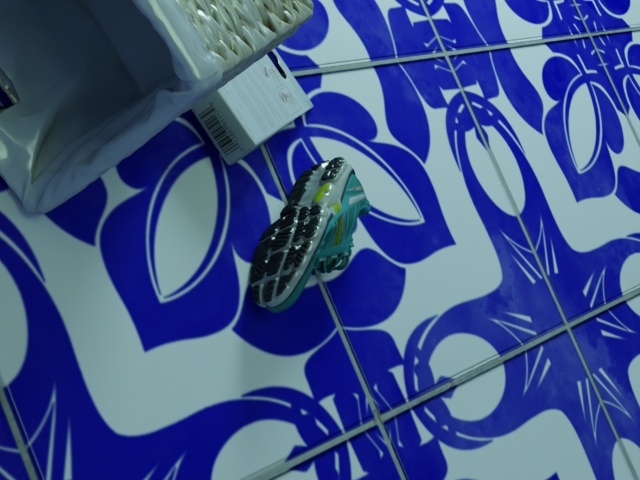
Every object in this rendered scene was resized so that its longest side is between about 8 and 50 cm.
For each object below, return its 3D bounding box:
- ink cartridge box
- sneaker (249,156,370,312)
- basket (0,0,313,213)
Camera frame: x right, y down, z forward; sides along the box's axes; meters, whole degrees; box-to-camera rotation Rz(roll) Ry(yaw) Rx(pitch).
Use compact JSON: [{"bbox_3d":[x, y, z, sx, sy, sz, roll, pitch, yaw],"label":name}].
[{"bbox_3d":[-0.115,-0.219,1.555,0.189,0.066,0.232,56,22,-5],"label":"ink cartridge box"},{"bbox_3d":[0.000,0.000,1.502,0.110,0.107,0.275,53,43,-22],"label":"sneaker"},{"bbox_3d":[-0.244,-0.266,1.240,0.328,0.331,0.266,55,41,-7],"label":"basket"}]
